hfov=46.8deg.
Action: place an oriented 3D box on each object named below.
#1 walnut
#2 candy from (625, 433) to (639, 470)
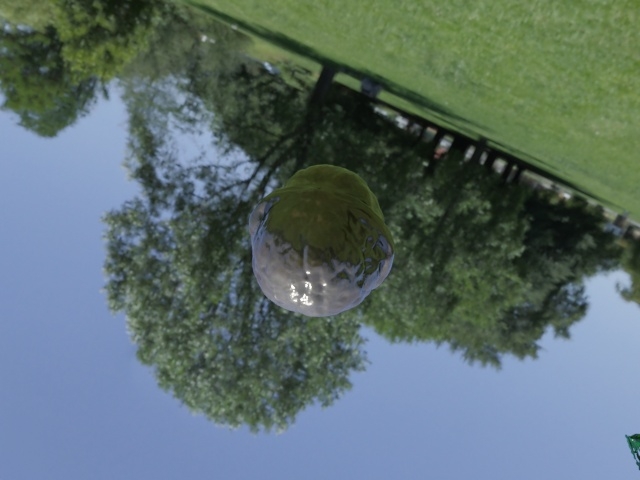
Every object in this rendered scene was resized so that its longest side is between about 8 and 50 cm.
[{"bbox_3d":[-0.002,-0.001,1.219,0.248,0.248,0.248,25,-168,-5],"label":"walnut"},{"bbox_3d":[0.626,0.350,1.221,0.141,0.203,0.078,59,-154,-8],"label":"candy"}]
